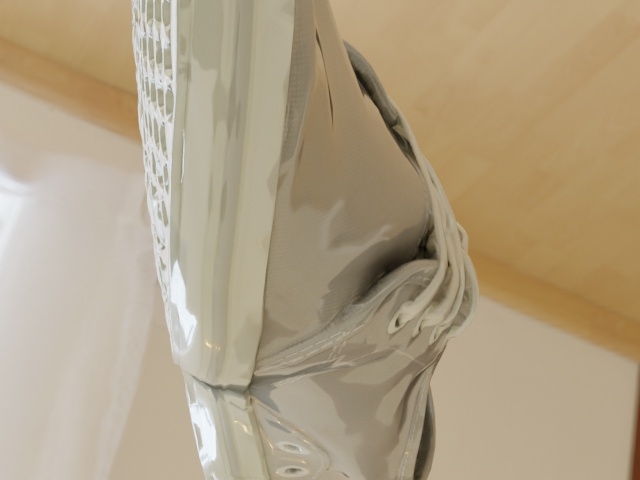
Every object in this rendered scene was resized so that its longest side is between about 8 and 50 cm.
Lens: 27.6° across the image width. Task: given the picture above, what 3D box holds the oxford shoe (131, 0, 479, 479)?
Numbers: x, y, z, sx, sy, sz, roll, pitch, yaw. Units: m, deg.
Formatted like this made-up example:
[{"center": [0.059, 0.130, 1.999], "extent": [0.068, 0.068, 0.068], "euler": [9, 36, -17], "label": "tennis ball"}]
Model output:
[{"center": [0.000, 0.000, 0.525], "extent": [0.130, 0.169, 0.449], "euler": [-4, 152, 0], "label": "oxford shoe"}]
